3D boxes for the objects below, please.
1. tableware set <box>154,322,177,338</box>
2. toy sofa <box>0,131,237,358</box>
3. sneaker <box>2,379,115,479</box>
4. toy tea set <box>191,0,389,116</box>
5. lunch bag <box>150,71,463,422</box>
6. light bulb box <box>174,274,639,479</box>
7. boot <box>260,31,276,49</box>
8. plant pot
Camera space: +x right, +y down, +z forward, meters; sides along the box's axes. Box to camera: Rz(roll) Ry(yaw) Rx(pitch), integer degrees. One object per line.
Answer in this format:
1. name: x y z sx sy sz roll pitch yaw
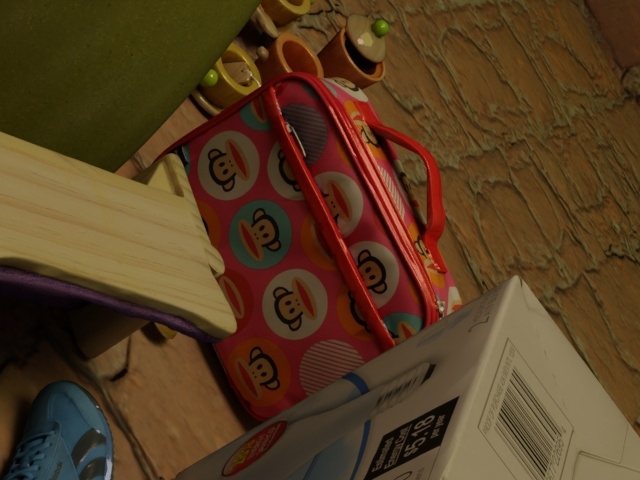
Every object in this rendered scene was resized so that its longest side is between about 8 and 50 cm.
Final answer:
1. tableware set: -0.158 0.041 1.614 0.104 0.024 0.154 70 20 1
2. toy sofa: -0.233 0.004 1.359 0.362 0.150 0.177 20 43 -56
3. sneaker: -0.199 0.178 1.331 0.082 0.069 0.209 34 35 -38
4. toy tea set: -0.035 -0.245 2.013 0.336 0.124 0.200 -11 71 -56
5. lunch bag: 0.000 0.000 1.684 0.293 0.258 0.120 63 22 11
6. light bulb box: 0.036 0.261 1.332 0.225 0.361 0.358 53 25 -10
7. boot: -0.023 -0.191 2.128 0.114 0.037 0.106 38 22 -42
8. plant pot: -0.182 -0.201 1.518 0.275 0.293 0.275 44 28 -31
